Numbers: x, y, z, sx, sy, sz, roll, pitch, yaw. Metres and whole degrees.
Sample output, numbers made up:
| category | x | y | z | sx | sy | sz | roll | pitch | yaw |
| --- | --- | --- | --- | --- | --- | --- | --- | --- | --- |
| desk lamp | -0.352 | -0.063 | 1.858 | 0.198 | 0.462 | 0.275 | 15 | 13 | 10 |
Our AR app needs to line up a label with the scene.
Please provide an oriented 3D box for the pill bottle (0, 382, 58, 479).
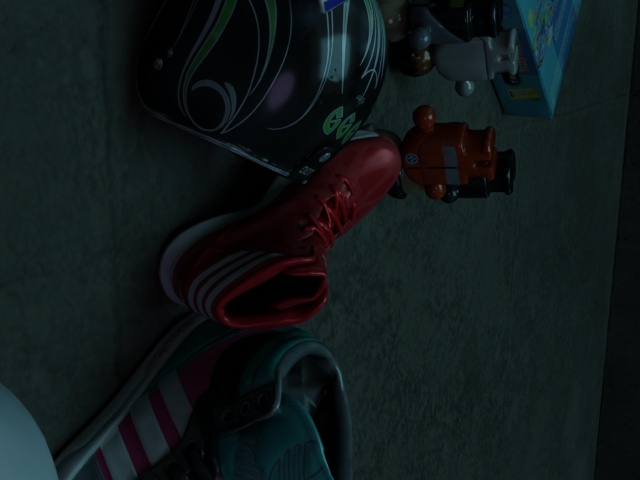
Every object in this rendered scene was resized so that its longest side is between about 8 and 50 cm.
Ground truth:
| category | x | y | z | sx | sy | sz | roll | pitch | yaw |
| --- | --- | --- | --- | --- | --- | --- | --- | --- | --- |
| pill bottle | -0.235 | 0.075 | 0.211 | 0.363 | 0.210 | 0.210 | 48 | 55 | -65 |

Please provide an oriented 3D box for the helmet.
| category | x | y | z | sx | sy | sz | roll | pitch | yaw |
| --- | --- | --- | --- | --- | --- | --- | --- | --- | --- |
| helmet | -0.034 | -0.138 | 0.621 | 0.169 | 0.169 | 0.161 | 19 | 97 | -62 |

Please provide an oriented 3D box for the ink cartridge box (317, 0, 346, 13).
| category | x | y | z | sx | sy | sz | roll | pitch | yaw |
| --- | --- | --- | --- | --- | --- | --- | --- | --- | --- |
| ink cartridge box | -0.018 | -0.338 | 0.525 | 0.176 | 0.069 | 0.371 | -45 | 128 | -49 |

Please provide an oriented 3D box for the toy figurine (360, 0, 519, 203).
| category | x | y | z | sx | sy | sz | roll | pitch | yaw |
| --- | --- | --- | --- | --- | --- | --- | --- | --- | --- |
| toy figurine | 0.115 | -0.143 | 0.895 | 0.213 | 0.148 | 0.209 | 4 | 87 | -70 |

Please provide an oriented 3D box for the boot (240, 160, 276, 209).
| category | x | y | z | sx | sy | sz | roll | pitch | yaw |
| --- | --- | --- | --- | --- | --- | --- | --- | --- | --- |
| boot | 0.003 | -0.098 | 0.795 | 0.198 | 0.077 | 0.137 | -64 | 155 | -5 |

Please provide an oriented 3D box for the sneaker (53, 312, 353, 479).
| category | x | y | z | sx | sy | sz | roll | pitch | yaw |
| --- | --- | --- | --- | --- | --- | --- | --- | --- | --- |
| sneaker | -0.069 | 0.164 | 0.576 | 0.124 | 0.178 | 0.295 | 59 | 45 | -32 |

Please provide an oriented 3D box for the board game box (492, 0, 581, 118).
| category | x | y | z | sx | sy | sz | roll | pitch | yaw |
| --- | --- | --- | --- | --- | --- | --- | --- | --- | --- |
| board game box | 0.292 | -0.371 | 1.248 | 0.336 | 0.079 | 0.254 | 47 | 56 | -56 |

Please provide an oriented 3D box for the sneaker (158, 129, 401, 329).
| category | x | y | z | sx | sy | sz | roll | pitch | yaw |
| --- | --- | --- | --- | --- | --- | --- | --- | --- | --- |
| sneaker | 0.000 | 0.000 | 0.657 | 0.221 | 0.128 | 0.087 | -37 | 126 | -18 |
